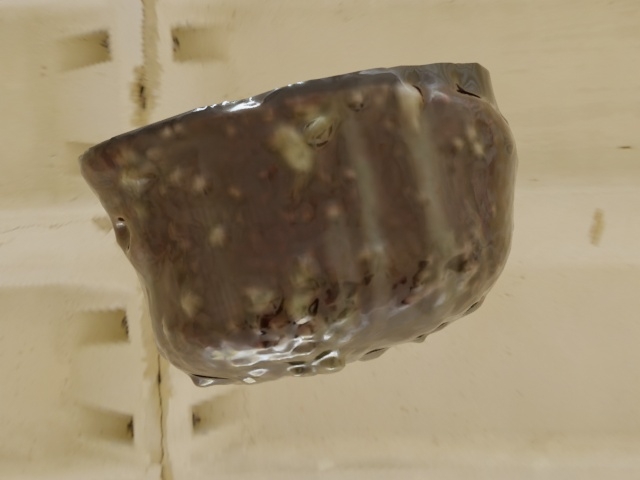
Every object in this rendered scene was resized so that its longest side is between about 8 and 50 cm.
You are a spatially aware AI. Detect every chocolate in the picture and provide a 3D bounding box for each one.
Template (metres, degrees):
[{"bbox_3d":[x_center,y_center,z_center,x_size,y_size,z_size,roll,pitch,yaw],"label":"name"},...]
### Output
[{"bbox_3d":[0.000,0.000,1.121,0.340,0.225,0.210,-13,-100,-15],"label":"chocolate"}]
